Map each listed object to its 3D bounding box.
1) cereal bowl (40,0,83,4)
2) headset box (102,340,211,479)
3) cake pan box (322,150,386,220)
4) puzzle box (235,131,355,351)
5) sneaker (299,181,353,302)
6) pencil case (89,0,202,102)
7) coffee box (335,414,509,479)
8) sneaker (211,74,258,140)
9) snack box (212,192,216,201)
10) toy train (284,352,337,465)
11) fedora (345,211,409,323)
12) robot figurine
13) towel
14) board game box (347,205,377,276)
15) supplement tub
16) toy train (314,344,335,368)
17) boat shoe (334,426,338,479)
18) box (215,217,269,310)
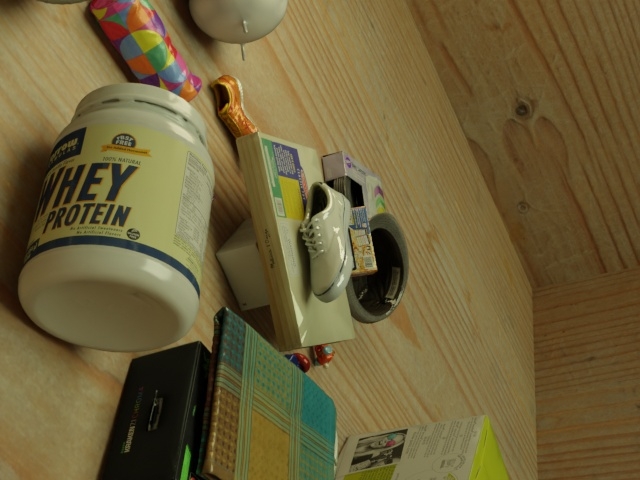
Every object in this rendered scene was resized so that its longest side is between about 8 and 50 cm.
[{"bbox_3d":[-0.426,-0.495,1.338,0.339,0.141,0.339,44,39,-51],"label":"cereal bowl"},{"bbox_3d":[-0.190,0.326,1.402,0.283,0.131,0.246,56,27,-38],"label":"headset box"},{"bbox_3d":[0.095,-0.079,2.391,0.267,0.070,0.245,28,49,-60],"label":"cake pan box"},{"bbox_3d":[-0.042,0.004,1.807,0.272,0.052,0.409,6,70,-66],"label":"puzzle box"},{"bbox_3d":[0.000,0.000,1.749,0.091,0.094,0.258,35,38,-32],"label":"sneaker"},{"bbox_3d":[-0.298,-0.337,1.601,0.104,0.104,0.236,-76,146,-48],"label":"pencil case"},{"bbox_3d":[0.216,0.608,1.915,0.337,0.334,0.338,69,23,-14],"label":"coffee box"},{"bbox_3d":[-0.177,-0.247,1.891,0.067,0.064,0.175,-30,100,-46],"label":"sneaker"},{"bbox_3d":[-0.245,-0.112,1.662,0.141,0.037,0.100,66,26,-22],"label":"snack box"},{"bbox_3d":[-0.070,0.318,1.692,0.105,0.143,0.248,-52,131,-46],"label":"toy train"},{"bbox_3d":[0.094,0.059,2.179,0.243,0.124,0.275,-53,134,-27],"label":"fedora"},{"bbox_3d":[-0.175,-0.548,1.874,0.300,0.200,0.353,62,18,-75],"label":"robot figurine"},{"bbox_3d":[-0.073,0.302,1.460,0.370,0.040,0.271,48,36,-47],"label":"towel"},{"bbox_3d":[0.014,0.011,2.004,0.045,0.193,0.146,132,-50,-73],"label":"board game box"},{"bbox_3d":[-0.272,-0.034,1.299,0.235,0.235,0.325,49,34,-47],"label":"supplement tub"},{"bbox_3d":[0.027,0.190,1.992,0.046,0.166,0.125,0,49,-31],"label":"toy train"},{"bbox_3d":[-0.029,0.478,1.741,0.103,0.118,0.320,15,58,-20],"label":"boat shoe"},{"bbox_3d":[-0.112,0.036,1.812,0.130,0.091,0.170,68,24,-18],"label":"box"}]
